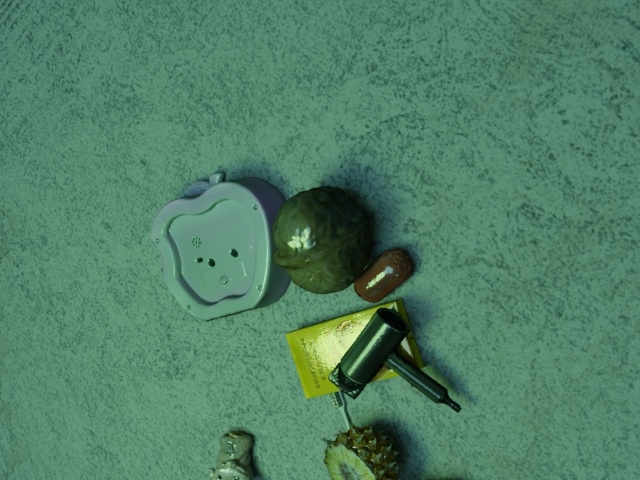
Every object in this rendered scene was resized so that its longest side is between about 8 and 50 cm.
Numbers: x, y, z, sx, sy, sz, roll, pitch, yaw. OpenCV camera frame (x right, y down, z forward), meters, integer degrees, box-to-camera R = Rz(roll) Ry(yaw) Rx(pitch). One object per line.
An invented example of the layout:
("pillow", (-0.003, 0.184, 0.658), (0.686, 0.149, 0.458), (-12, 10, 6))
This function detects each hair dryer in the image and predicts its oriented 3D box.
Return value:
("hair dryer", (0.161, 0.280, 1.638), (0.248, 0.078, 0.196), (37, 111, 8))

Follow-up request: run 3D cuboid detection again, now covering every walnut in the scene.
("walnut", (0.000, 0.000, 1.642), (0.224, 0.224, 0.224), (5, 101, 29))

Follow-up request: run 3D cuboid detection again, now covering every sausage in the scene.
("sausage", (0.125, 0.073, 1.668), (0.141, 0.076, 0.076), (-40, 78, 28))

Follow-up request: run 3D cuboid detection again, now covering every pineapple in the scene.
("pineapple", (0.106, 0.447, 1.709), (0.161, 0.137, 0.176), (-31, 90, 53))

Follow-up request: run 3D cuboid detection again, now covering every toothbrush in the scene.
("toothbrush", (0.087, 0.480, 1.778), (0.025, 0.030, 0.342), (-22, 87, 33))

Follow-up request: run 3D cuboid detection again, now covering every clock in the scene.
("clock", (-0.217, 0.009, 1.832), (0.338, 0.102, 0.339), (5, 100, 29))

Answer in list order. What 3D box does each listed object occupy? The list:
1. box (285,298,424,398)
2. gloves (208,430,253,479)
("box", (0.068, 0.230, 1.729), (0.269, 0.043, 0.152), (-20, 89, 25))
("gloves", (-0.203, 0.517, 1.917), (0.110, 0.094, 0.144), (-14, 83, 19))
